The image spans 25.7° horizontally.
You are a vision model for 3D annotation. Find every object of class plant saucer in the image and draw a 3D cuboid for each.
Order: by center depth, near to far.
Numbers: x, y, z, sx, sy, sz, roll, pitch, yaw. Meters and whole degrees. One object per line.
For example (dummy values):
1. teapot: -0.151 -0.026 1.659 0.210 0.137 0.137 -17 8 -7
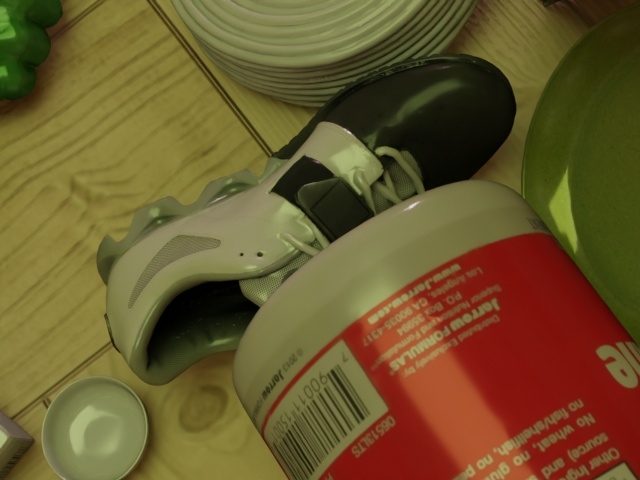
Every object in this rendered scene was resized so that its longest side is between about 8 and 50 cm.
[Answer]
1. plant saucer: 0.232 -0.040 0.929 0.241 0.037 0.241 -2 88 53

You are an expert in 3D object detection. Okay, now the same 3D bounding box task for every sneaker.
1. sneaker: 0.000 0.000 0.967 0.330 0.122 0.146 -31 36 11

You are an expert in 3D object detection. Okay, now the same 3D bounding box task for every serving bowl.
1. serving bowl: -0.162 0.143 1.035 0.083 0.027 0.083 -4 72 13

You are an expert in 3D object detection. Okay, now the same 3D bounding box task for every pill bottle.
1. pill bottle: 0.139 0.183 0.841 0.229 0.229 0.408 -35 69 2

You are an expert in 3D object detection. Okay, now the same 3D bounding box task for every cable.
1. cable: 0.004 -0.232 1.067 0.257 0.089 0.257 38 88 26

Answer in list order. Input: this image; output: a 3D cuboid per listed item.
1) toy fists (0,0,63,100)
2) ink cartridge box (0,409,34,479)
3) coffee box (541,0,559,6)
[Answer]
1. toy fists: -0.278 -0.239 1.148 0.142 0.096 0.279 -11 72 25
2. ink cartridge box: -0.394 0.110 1.058 0.332 0.065 0.165 39 86 10
3. coffee box: 0.236 -0.371 0.875 0.334 0.338 0.338 -21 93 8
